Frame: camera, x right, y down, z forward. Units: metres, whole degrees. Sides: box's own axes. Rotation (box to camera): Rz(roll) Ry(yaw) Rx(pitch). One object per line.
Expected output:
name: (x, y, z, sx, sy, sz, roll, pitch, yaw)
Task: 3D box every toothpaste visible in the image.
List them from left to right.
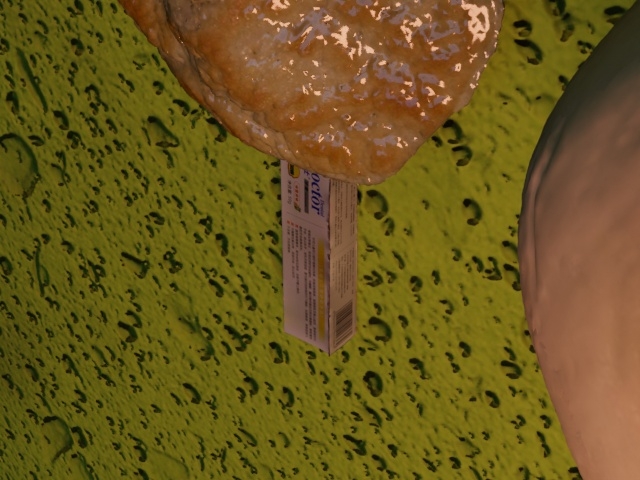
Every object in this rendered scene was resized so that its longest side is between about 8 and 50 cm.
toothpaste: (0.000, 0.000, 1.001, 0.046, 0.034, 0.164, 23, 130, 31)

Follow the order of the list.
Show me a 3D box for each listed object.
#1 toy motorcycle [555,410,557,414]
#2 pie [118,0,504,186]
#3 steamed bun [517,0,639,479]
toy motorcycle: (0.261, 0.150, 0.817, 0.298, 0.089, 0.171, 49, 137, 8)
pie: (-0.013, -0.165, 0.855, 0.257, 0.105, 0.274, 24, 132, 18)
steamed bun: (0.250, 0.019, 0.579, 0.334, 0.312, 0.233, 48, 141, -4)
